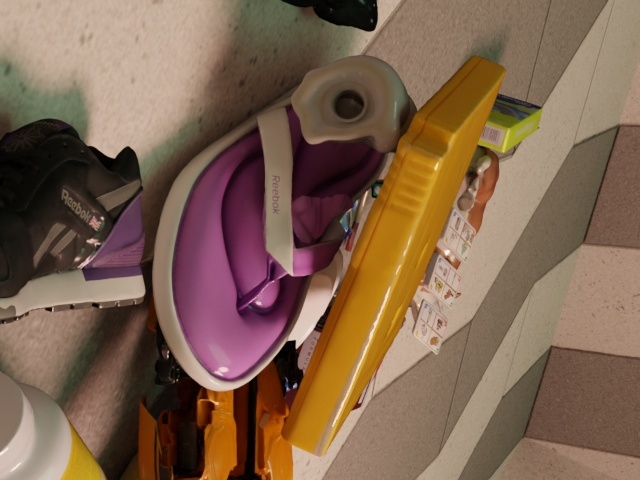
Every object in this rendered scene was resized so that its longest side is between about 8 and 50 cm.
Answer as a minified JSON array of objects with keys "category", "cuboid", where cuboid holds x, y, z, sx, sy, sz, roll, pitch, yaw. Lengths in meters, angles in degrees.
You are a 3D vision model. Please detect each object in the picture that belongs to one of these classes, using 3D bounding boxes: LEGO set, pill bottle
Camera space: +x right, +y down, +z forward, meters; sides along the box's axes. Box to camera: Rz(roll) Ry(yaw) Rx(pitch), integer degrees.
[{"category":"LEGO set","cuboid":[0.106,0.018,1.426,0.244,0.060,0.182,39,65,-52]},{"category":"pill bottle","cuboid":[-0.223,0.166,0.827,0.103,0.103,0.184,-57,158,-26]}]

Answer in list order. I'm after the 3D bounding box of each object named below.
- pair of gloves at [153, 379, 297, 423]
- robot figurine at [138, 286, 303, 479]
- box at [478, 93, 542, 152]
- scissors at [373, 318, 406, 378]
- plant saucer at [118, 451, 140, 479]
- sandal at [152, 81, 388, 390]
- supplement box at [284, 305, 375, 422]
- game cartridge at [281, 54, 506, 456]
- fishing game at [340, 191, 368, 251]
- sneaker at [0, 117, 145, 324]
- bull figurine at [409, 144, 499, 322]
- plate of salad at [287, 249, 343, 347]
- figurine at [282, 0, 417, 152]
[{"category":"pair of gloves","cuboid":[-0.097,0.169,1.187,0.159,0.023,0.198,-39,156,-8]},{"category":"robot figurine","cuboid":[-0.093,0.145,1.014,0.211,0.085,0.291,26,58,-57]},{"category":"box","cuboid":[0.247,-0.177,1.636,0.178,0.109,0.042,-31,138,-58]},{"category":"scissors","cuboid":[0.103,0.120,1.607,0.297,0.021,0.109,106,10,-64]},{"category":"plant saucer","cuboid":[-0.188,0.368,1.168,0.332,0.081,0.332,-58,158,-22]},{"category":"sandal","cuboid":[-0.022,-0.044,1.015,0.169,0.102,0.416,53,39,-21]},{"category":"supplement box","cuboid":[0.006,0.155,1.439,0.239,0.073,0.130,3,108,-70]},{"category":"game cartridge","cuboid":[0.073,0.003,1.064,0.285,0.053,0.323,-47,159,-64]},{"category":"fishing game","cuboid":[0.000,0.000,1.305,0.264,0.041,0.189,-35,146,-54]},{"category":"sneaker","cuboid":[-0.205,-0.019,0.719,0.283,0.107,0.124,-5,102,-72]},{"category":"bull figurine","cuboid":[0.169,-0.004,1.629,0.188,0.101,0.310,-7,116,-74]},{"category":"plate of salad","cuboid":[-0.052,0.078,1.209,0.200,0.048,0.200,-40,157,-21]},{"category":"figurine","cuboid":[0.030,-0.170,1.012,0.209,0.092,0.214,-6,76,-74]}]
